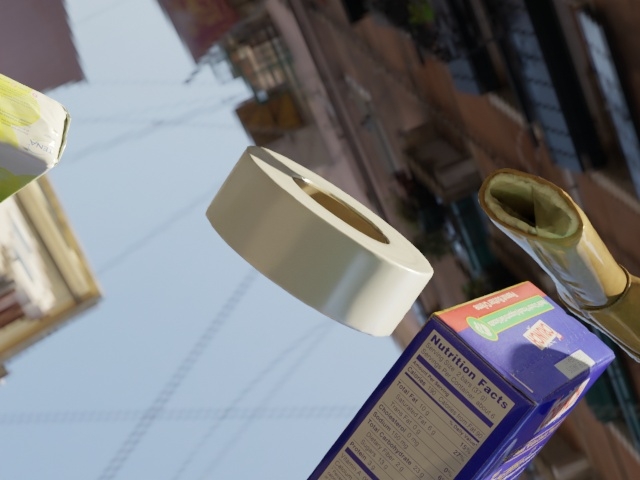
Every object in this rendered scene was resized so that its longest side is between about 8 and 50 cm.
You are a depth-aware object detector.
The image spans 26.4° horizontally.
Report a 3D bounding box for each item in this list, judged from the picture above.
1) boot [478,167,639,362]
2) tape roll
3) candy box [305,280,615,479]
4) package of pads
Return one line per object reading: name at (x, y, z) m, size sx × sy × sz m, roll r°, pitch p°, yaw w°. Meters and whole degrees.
boot at (0.312, 0.041, 1.495) m, size 0.236 × 0.269 × 0.089 m, roll 24°, pitch -102°, yaw 36°
tape roll at (0.000, 0.000, 1.710) m, size 0.100 × 0.286 × 0.286 m, roll -56°, pitch -155°, yaw 9°
candy box at (0.097, 0.200, 1.208) m, size 0.317 × 0.122 × 0.268 m, roll -54°, pitch 162°, yaw 18°
package of pads at (-0.494, -0.155, 1.731) m, size 0.229 × 0.296 × 0.101 m, roll -24°, pitch -131°, yaw 47°
